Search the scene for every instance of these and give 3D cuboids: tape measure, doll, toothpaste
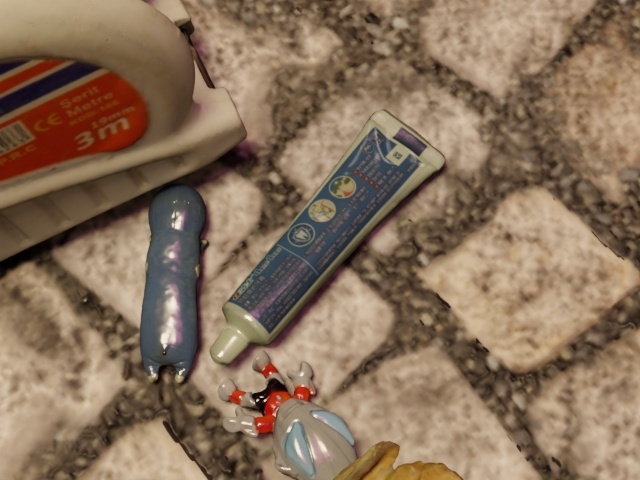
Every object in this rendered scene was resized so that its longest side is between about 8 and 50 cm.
[{"bbox_3d":[-0.191,-0.082,0.562,0.258,0.265,0.130,-25,69,-2],"label":"tape measure"},{"bbox_3d":[-0.089,0.024,0.634,0.037,0.027,0.125,2,72,0],"label":"doll"},{"bbox_3d":[0.000,0.000,0.639,0.057,0.035,0.197,38,70,7],"label":"toothpaste"},{"bbox_3d":[-0.008,0.111,0.594,0.114,0.039,0.057,44,32,23],"label":"doll"}]

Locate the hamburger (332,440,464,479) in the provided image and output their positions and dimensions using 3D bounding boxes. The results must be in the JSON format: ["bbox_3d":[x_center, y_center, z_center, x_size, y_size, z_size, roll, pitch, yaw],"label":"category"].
[{"bbox_3d":[0.026,0.265,0.430,0.209,0.162,0.330,-13,66,-36],"label":"hamburger"}]
